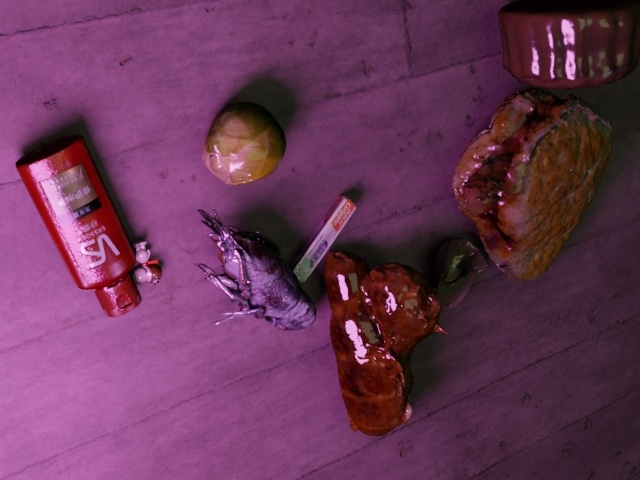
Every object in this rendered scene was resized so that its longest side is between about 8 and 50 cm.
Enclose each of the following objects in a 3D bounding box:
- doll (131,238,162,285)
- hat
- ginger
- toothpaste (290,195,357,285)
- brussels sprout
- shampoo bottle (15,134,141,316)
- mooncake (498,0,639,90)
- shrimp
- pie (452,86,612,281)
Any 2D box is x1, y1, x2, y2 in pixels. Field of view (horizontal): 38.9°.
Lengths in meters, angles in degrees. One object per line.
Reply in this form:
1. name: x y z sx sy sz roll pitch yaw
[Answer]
1. doll: -0.309 0.039 1.611 0.058 0.040 0.085 2 103 -23
2. hat: 0.269 0.079 1.986 0.147 0.085 0.175 4 124 -45
3. ginger: 0.138 0.220 1.832 0.176 0.254 0.418 -38 127 -58
4. toothpaste: 0.000 0.000 1.798 0.040 0.047 0.196 38 82 -20
5. brussels sprout: -0.136 -0.170 1.618 0.155 0.117 0.155 -2 103 -10
6. shampoo bottle: -0.391 -0.017 1.517 0.118 0.076 0.314 -32 118 -25
7. mooncake: 0.517 -0.418 1.874 0.290 0.290 0.161 -19 117 -28
8. shrimp: -0.139 0.076 1.664 0.372 0.137 0.172 42 63 -35
9. pie: 0.482 -0.124 2.003 0.395 0.180 0.418 -50 136 -5
